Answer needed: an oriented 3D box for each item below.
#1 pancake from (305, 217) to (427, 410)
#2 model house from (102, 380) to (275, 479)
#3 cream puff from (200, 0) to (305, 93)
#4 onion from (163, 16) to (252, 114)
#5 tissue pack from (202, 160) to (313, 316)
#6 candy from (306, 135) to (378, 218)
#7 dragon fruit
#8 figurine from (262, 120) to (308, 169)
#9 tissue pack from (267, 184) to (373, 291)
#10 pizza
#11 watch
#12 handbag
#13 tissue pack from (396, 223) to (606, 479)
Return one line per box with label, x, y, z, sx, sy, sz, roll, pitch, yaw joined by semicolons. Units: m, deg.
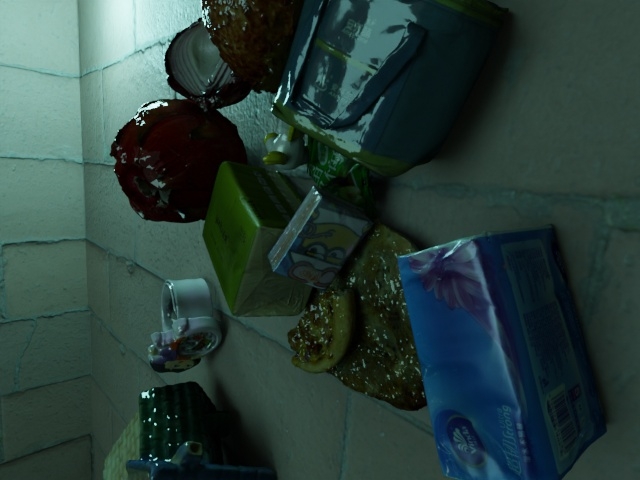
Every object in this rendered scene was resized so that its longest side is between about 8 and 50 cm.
pancake;0.089;0.128;0.797;0.356;0.065;0.355;17;112;50
model house;-0.335;0.621;1.162;0.399;0.395;0.445;-58;33;15
cream puff;-0.075;-0.425;0.737;0.229;0.350;0.350;30;121;8
onion;-0.231;-0.374;1.015;0.227;0.120;0.283;-10;62;12
tissue pack;-0.125;-0.008;0.914;0.274;0.168;0.200;53;129;48
candy;0.037;-0.134;0.815;0.203;0.078;0.141;44;138;34
dragon fruit;-0.326;-0.185;1.050;0.296;0.301;0.295;15;129;19
figurine;-0.048;-0.223;0.877;0.109;0.129;0.178;27;112;1
tissue pack;0.000;0.000;0.753;0.155;0.116;0.065;-57;30;16
pizza;-0.002;0.175;0.825;0.246;0.058;0.127;-46;62;45
watch;-0.415;0.238;1.308;0.231;0.196;0.244;59;137;36
handbag;0.085;-0.249;0.630;0.263;0.222;0.240;35;122;24
tissue pack;0.217;0.126;0.545;0.146;0.198;0.263;-20;79;47
